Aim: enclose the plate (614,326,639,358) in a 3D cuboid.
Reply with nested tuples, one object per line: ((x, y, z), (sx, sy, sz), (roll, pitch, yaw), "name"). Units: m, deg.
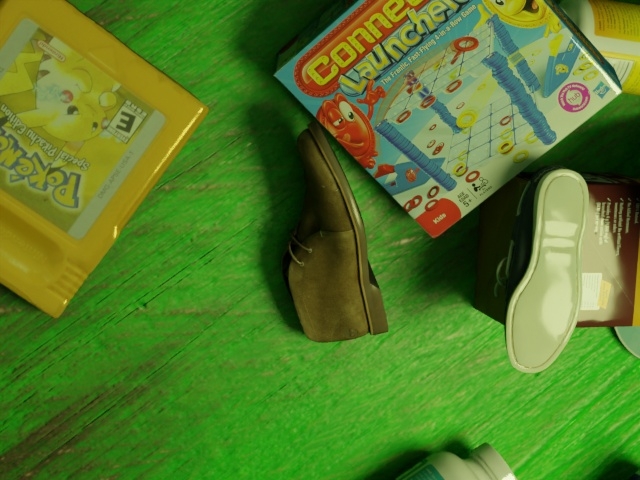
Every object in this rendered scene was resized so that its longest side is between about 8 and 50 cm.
((0.488, 0.082, 1.929), (0.188, 0.024, 0.188), (-3, 99, -16), "plate")

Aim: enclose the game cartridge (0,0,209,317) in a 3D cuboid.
((-0.338, -0.112, 1.648), (0.285, 0.053, 0.323), (36, 88, -18), "game cartridge")

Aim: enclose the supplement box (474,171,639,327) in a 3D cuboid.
((0.321, 0.009, 1.814), (0.194, 0.129, 0.191), (0, 99, -15), "supplement box")

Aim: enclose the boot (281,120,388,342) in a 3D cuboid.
((0.000, 0.000, 1.721), (0.115, 0.112, 0.305), (-14, 117, -1), "boot")

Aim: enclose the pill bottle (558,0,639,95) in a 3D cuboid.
((0.373, -0.253, 1.790), (0.215, 0.117, 0.117), (5, 98, -17), "pill bottle")

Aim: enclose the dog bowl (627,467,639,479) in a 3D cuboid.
((0.507, 0.429, 1.868), (0.104, 0.265, 0.265), (-43, 108, -2), "dog bowl")

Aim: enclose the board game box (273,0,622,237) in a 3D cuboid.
((0.155, -0.208, 1.693), (0.308, 0.086, 0.302), (-40, 109, 19), "board game box")

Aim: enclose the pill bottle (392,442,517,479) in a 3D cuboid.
((0.137, 0.377, 1.816), (0.264, 0.146, 0.146), (-33, 106, -8), "pill bottle")

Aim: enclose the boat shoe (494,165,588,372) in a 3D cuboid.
((0.268, 0.034, 1.694), (0.095, 0.079, 0.254), (3, 96, -13), "boat shoe")
